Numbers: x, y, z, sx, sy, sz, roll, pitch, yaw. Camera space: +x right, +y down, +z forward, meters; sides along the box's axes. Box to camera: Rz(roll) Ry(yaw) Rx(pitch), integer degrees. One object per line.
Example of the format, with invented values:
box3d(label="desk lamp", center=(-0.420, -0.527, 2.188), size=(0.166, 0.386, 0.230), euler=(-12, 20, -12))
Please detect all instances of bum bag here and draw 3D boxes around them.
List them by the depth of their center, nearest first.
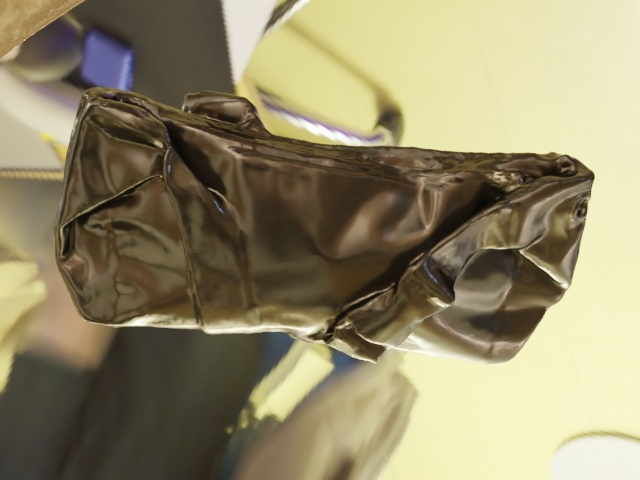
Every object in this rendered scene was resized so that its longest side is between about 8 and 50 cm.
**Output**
box3d(label="bum bag", center=(0.000, 0.000, 0.582), size=(0.248, 0.060, 0.123), euler=(8, 114, 0))

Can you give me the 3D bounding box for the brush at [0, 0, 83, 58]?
box3d(label="brush", center=(-0.168, -0.075, 0.511), size=(0.327, 0.065, 0.070), euler=(-36, 124, 21))
